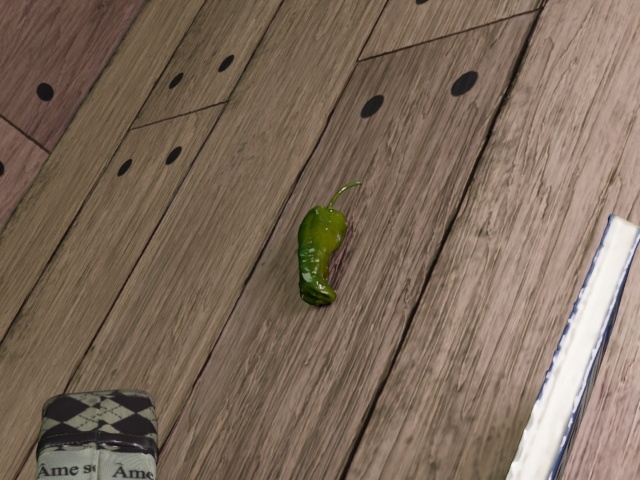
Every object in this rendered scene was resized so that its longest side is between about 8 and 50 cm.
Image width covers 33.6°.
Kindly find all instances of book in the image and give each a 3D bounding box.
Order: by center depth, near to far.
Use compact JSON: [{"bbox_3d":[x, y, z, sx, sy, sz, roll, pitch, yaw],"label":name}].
[{"bbox_3d":[0.159,0.225,0.846,0.039,0.300,0.428,19,61,17],"label":"book"}]

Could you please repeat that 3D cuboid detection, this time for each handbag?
[{"bbox_3d":[-0.255,0.420,1.190,0.416,0.180,0.317,-100,16,-51],"label":"handbag"}]

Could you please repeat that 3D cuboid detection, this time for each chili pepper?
[{"bbox_3d":[0.001,0.002,1.511,0.072,0.073,0.204,116,169,-53],"label":"chili pepper"}]
